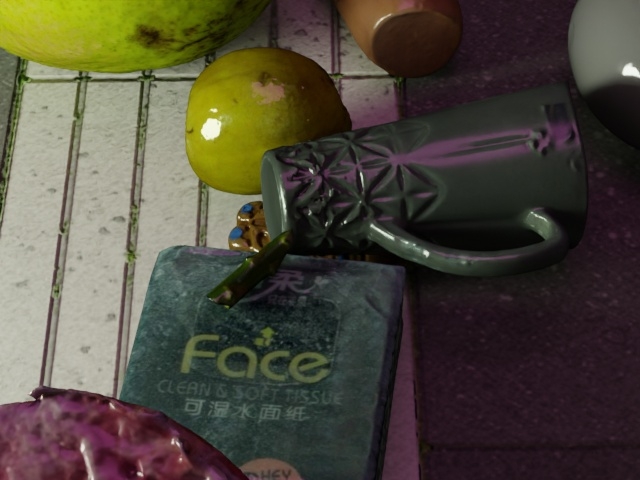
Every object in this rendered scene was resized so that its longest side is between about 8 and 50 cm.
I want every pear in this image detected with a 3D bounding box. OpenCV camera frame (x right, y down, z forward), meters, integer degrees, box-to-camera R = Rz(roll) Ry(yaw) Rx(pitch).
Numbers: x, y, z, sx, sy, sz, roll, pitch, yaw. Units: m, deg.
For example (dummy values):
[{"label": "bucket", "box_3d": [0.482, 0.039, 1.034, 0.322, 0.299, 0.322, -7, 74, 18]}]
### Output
[{"label": "pear", "box_3d": [-0.222, -0.348, 1.907, 0.391, 0.391, 0.391, 0, 45, 0]}, {"label": "pear", "box_3d": [-0.052, -0.117, 1.800, 0.162, 0.149, 0.149, -12, 45, 5]}]

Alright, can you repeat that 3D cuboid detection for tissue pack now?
[{"label": "tissue pack", "box_3d": [-0.054, 0.149, 1.568, 0.228, 0.103, 0.316, 5, 45, 5]}]

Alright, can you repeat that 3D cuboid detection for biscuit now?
[{"label": "biscuit", "box_3d": [0.000, 0.000, 1.771, 0.175, 0.026, 0.124, 9, 45, 9]}]

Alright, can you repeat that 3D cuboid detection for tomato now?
[{"label": "tomato", "box_3d": [-0.173, 0.255, 1.366, 0.334, 0.176, 0.290, -23, 82, 2]}]

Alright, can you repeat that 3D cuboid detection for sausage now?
[{"label": "sausage", "box_3d": [0.059, -0.303, 2.008, 0.121, 0.121, 0.304, -12, 46, -11]}]

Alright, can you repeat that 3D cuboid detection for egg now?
[{"label": "egg", "box_3d": [0.338, -0.181, 1.845, 0.176, 0.176, 0.232, -17, 40, -15]}]

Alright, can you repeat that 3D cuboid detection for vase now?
[{"label": "vase", "box_3d": [0.103, -0.046, 1.711, 0.300, 0.156, 0.251, -7, 38, -11]}]

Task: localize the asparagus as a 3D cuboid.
[{"label": "asparagus", "box_3d": [-0.057, 0.026, 1.603, 0.025, 0.021, 0.108, 31, 54, 25]}]
